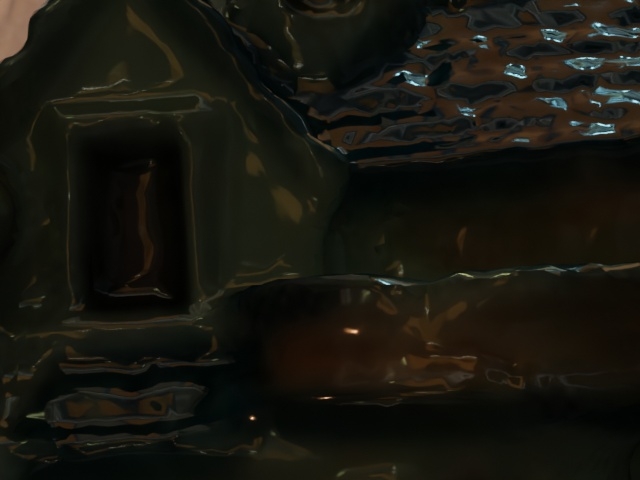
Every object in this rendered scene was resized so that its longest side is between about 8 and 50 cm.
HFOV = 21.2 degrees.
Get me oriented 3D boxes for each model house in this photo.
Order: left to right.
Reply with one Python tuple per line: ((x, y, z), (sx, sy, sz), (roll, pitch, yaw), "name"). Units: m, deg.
((0.000, 0.000, 0.416), (0.194, 0.267, 0.325), (52, -145, -85), "model house")
